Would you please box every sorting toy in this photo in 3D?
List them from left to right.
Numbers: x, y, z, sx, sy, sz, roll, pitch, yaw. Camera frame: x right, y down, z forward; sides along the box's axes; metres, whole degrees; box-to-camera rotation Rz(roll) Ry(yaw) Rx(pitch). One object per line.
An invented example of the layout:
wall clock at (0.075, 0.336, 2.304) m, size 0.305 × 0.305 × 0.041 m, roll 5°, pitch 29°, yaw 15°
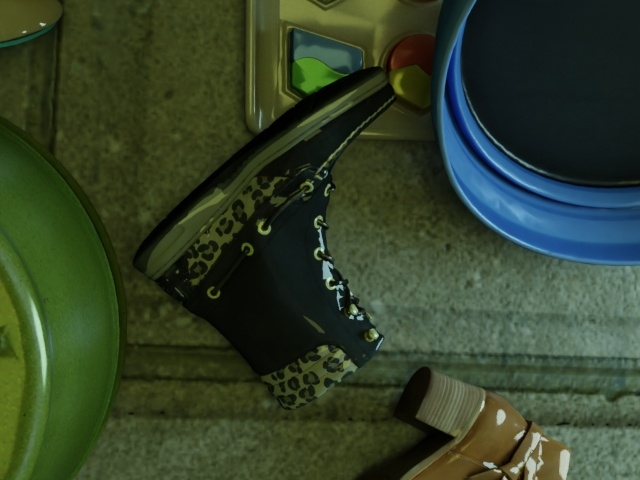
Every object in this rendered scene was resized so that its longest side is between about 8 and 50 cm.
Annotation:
sorting toy at (0.043, -0.177, 0.937) m, size 0.208 × 0.038 × 0.193 m, roll 0°, pitch 90°, yaw -14°

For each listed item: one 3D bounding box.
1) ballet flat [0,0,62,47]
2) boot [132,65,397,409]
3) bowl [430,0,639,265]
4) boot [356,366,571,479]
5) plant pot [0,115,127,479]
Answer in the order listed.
ballet flat at (-0.291, -0.160, 0.811) m, size 0.232 × 0.080 × 0.073 m, roll -19°, pitch 130°, yaw -26°
boot at (-0.001, 0.000, 0.891) m, size 0.236 × 0.085 × 0.178 m, roll -39°, pitch 101°, yaw 7°
bowl at (0.267, -0.141, 0.858) m, size 0.391 × 0.077 × 0.391 m, roll -5°, pitch 135°, yaw -5°
boot at (0.107, 0.215, 0.937) m, size 0.152 × 0.073 × 0.197 m, roll 30°, pitch 85°, yaw -16°
plant pot at (-0.283, 0.064, 0.692) m, size 0.366 × 0.353 × 0.366 m, roll 0°, pitch 89°, yaw -14°
